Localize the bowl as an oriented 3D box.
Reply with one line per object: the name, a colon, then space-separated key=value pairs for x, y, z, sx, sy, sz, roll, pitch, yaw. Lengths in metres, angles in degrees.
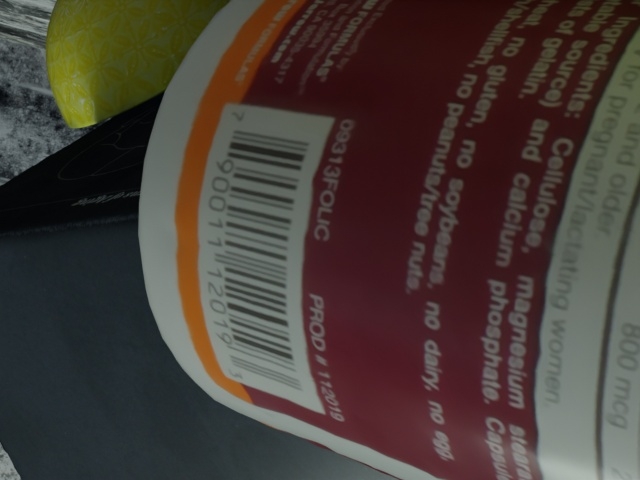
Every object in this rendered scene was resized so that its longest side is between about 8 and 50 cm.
bowl: x=-0.176 y=-0.256 z=1.102 sx=0.290 sy=0.156 sz=0.289 roll=-26 pitch=-161 yaw=10

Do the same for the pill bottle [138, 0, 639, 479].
pill bottle: x=0.141 y=0.012 z=0.394 sx=0.392 sy=0.224 sz=0.224 roll=14 pitch=-179 yaw=37

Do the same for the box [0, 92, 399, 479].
box: x=0.000 y=0.000 z=0.933 sx=0.480 sy=0.297 sz=0.472 roll=-6 pitch=-156 yaw=39
